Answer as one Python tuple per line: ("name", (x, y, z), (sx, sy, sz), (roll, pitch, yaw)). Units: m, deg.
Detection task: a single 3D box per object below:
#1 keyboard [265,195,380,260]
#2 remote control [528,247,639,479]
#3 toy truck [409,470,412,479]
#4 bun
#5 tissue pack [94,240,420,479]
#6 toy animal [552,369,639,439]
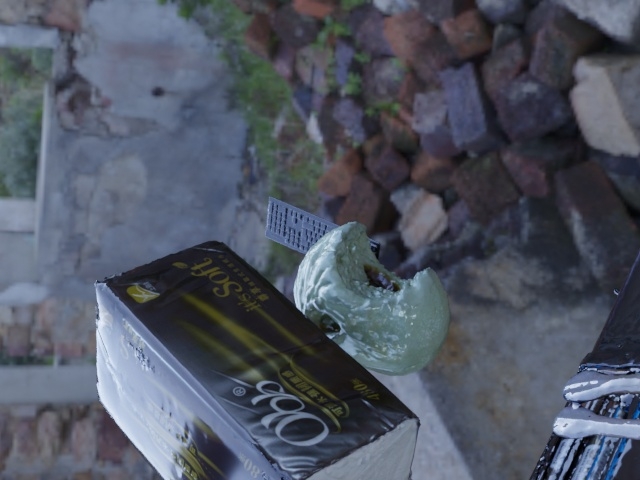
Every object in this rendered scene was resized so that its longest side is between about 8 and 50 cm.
("keyboard", (0.000, 0.000, 1.427), (0.202, 0.011, 0.067), (24, 120, 35))
("remote control", (0.297, 0.119, 0.951), (0.145, 0.062, 0.398), (-8, 40, 48))
("toy truck", (0.072, 0.336, 1.352), (0.111, 0.076, 0.077), (-36, 23, 26))
("bun", (0.053, 0.083, 1.288), (0.213, 0.126, 0.203), (5, 121, 42))
("tissue pack", (-0.076, 0.186, 1.127), (0.370, 0.198, 0.210), (38, 133, 36))
("toy animal", (0.348, 0.131, 0.652), (0.225, 0.284, 0.302), (-66, 8, -25))
